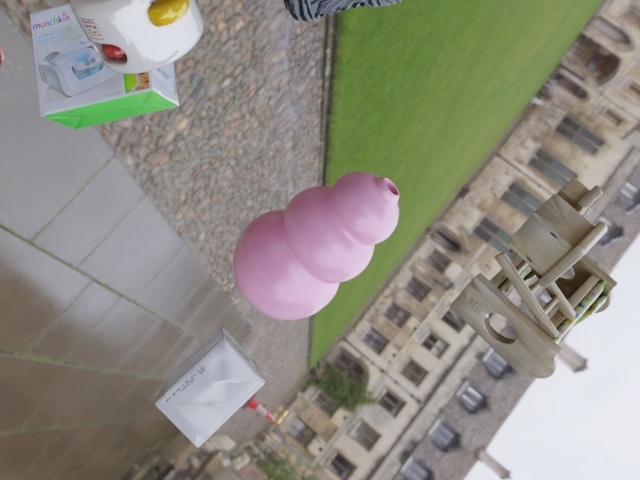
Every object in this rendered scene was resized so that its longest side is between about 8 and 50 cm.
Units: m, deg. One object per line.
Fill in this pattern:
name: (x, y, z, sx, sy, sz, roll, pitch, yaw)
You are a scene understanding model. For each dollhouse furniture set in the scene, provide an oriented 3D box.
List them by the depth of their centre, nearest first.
dollhouse furniture set: (0.233, 0.009, 0.533, 0.182, 0.101, 0.161, -35, 163, -30)

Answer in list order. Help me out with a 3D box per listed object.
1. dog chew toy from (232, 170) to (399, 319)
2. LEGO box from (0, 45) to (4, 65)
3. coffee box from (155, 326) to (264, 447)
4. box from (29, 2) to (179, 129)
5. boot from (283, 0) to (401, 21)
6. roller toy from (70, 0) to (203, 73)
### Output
dog chew toy: (0.000, 0.000, 1.083, 0.332, 0.206, 0.207, -36, 178, 27)
LEGO box: (-0.597, -0.151, 0.650, 0.373, 0.500, 0.193, -7, 134, -10)
coffee box: (-0.218, 0.280, 1.231, 0.168, 0.119, 0.297, -43, -176, -9)
box: (-0.456, -0.383, 1.305, 0.262, 0.230, 0.127, -9, 175, 12)
boot: (0.027, -0.450, 0.939, 0.247, 0.207, 0.094, -18, 153, -8)
roller toy: (-0.307, -0.387, 1.025, 0.191, 0.209, 0.146, -18, 136, 3)
